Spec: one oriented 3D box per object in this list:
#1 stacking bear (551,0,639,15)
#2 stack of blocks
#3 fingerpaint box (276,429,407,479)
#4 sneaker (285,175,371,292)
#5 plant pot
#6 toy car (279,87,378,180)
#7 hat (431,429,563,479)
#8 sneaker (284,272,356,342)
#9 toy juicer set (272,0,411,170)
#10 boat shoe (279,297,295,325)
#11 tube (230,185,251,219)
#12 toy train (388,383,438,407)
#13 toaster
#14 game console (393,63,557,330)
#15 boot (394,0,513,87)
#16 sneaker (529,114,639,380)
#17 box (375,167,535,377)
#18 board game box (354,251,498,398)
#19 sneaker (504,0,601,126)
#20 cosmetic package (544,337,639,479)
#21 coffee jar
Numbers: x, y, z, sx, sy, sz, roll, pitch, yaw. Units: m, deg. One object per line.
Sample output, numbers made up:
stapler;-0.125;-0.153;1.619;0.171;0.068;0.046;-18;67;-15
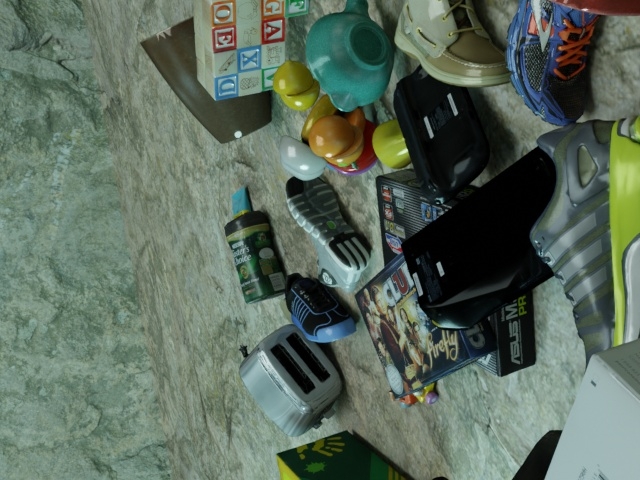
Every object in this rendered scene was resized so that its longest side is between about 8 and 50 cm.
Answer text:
stacking bear;0.238;-0.340;0.694;0.175;0.164;0.288;42;129;44
stack of blocks;-0.112;-0.390;1.445;0.087;0.171;0.297;51;148;45
fingerpaint box;0.094;0.616;1.576;0.371;0.163;0.444;22;124;63
sneaker;0.000;0.000;1.532;0.228;0.086;0.132;58;154;34
plant pot;-0.185;-0.305;1.659;0.215;0.215;0.230;8;125;66
toy car;0.027;-0.154;1.326;0.136;0.159;0.182;30;177;-1
hat;0.282;0.277;0.911;0.331;0.331;0.133;17;81;64
sneaker;-0.011;0.118;1.627;0.232;0.082;0.090;16;125;65
toy juicer set;0.012;-0.243;1.197;0.089;0.209;0.328;-23;83;58
boat shoe;-0.036;0.168;1.769;0.049;0.042;0.133;-7;108;55
tube;-0.159;-0.008;1.945;0.080;0.052;0.207;-24;75;56
toy train;0.129;0.197;1.397;0.125;0.046;0.166;22;123;62
toaster;-0.060;0.259;1.728;0.227;0.129;0.146;51;147;11
game console;0.171;-0.085;1.045;0.213;0.044;0.361;-37;49;29
boot;0.155;-0.276;1.024;0.213;0.077;0.165;-130;36;-51
sneaker;0.267;0.022;0.861;0.121;0.111;0.299;9;108;35
box;0.171;0.032;1.184;0.270;0.060;0.216;28;128;60
board game box;0.131;0.104;1.189;0.165;0.042;0.243;69;156;15
sneaker;0.234;-0.218;0.874;0.087;0.083;0.221;18;123;55
cosmetic package;0.318;0.179;0.723;0.138;0.225;0.224;50;147;41
coffee jar;-0.136;0.034;1.858;0.096;0.079;0.184;-26;79;51
